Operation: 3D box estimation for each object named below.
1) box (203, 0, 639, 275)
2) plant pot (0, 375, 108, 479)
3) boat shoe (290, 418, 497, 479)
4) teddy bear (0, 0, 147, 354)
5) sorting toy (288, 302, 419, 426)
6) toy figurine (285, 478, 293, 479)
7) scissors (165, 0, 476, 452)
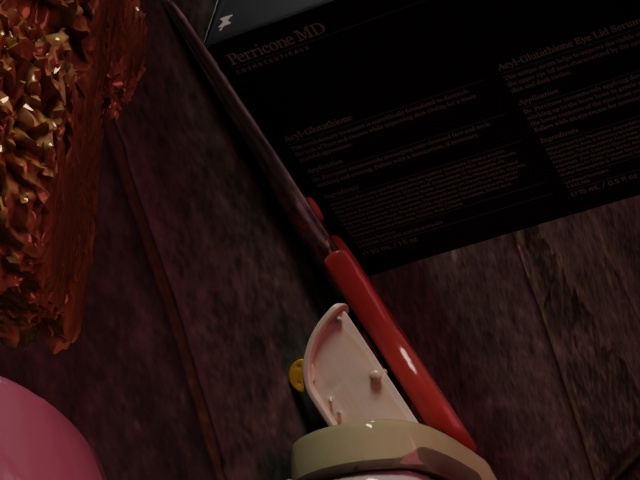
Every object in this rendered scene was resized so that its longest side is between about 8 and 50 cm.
[{"bbox_3d":[0.100,-0.107,1.033,0.184,0.261,0.103,54,31,-37],"label":"box"},{"bbox_3d":[-0.118,0.134,0.526,0.201,0.201,0.180,56,14,-32],"label":"plant pot"},{"bbox_3d":[0.089,0.186,1.018,0.302,0.113,0.103,27,51,-44],"label":"boat shoe"},{"bbox_3d":[-0.120,-0.133,0.704,0.245,0.113,0.338,26,71,-84],"label":"teddy bear"},{"bbox_3d":[0.022,0.079,1.015,0.083,0.045,0.075,57,9,10],"label":"sorting toy"},{"bbox_3d":[-0.035,0.204,0.704,0.209,0.148,0.213,37,44,-44],"label":"toy figurine"},{"bbox_3d":[0.000,0.000,1.042,0.297,0.021,0.109,55,3,-6],"label":"scissors"}]
